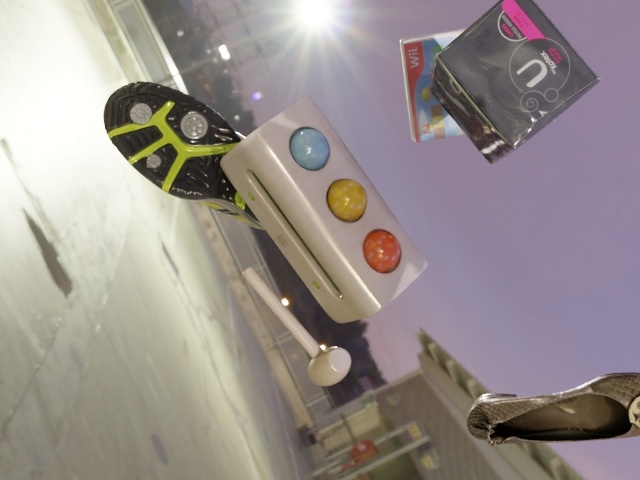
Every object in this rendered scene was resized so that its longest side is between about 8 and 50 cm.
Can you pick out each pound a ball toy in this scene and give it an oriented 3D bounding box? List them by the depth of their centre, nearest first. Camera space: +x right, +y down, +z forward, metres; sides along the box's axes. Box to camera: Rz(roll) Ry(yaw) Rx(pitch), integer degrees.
[{"bbox_3d":[0.000,0.000,0.968,0.319,0.208,0.135,54,-31,-6],"label":"pound a ball toy"}]

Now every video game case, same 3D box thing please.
[{"bbox_3d":[0.309,-0.314,1.486,0.025,0.285,0.204,-87,168,-73],"label":"video game case"}]

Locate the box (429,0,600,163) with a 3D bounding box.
[{"bbox_3d":[0.263,-0.222,1.081,0.165,0.143,0.270,51,6,2],"label":"box"}]

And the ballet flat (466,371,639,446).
[{"bbox_3d":[0.286,0.205,0.879,0.058,0.249,0.084,-42,116,-56],"label":"ballet flat"}]

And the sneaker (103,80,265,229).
[{"bbox_3d":[-0.153,-0.099,1.144,0.384,0.145,0.147,31,-10,-6],"label":"sneaker"}]
